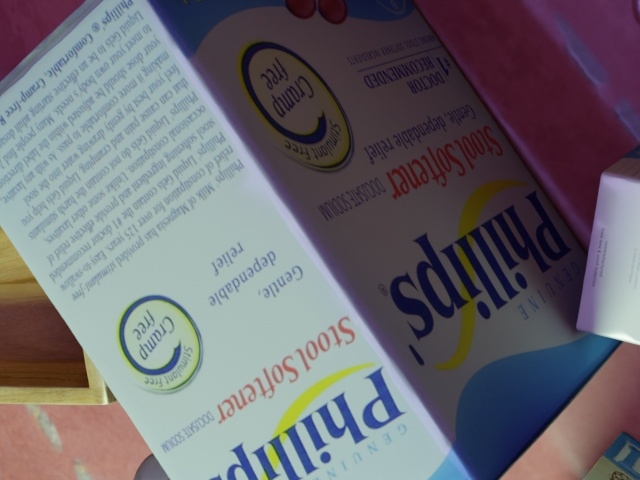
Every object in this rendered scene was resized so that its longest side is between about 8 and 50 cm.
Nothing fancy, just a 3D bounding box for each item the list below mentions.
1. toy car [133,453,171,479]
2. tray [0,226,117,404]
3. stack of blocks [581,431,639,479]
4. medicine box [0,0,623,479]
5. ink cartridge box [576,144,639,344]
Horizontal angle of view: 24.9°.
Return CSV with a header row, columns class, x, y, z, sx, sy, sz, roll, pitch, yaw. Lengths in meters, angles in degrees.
class,x,y,z,sx,sy,sz,roll,pitch,yaw
toy car,-0.022,0.149,0.901,0.159,0.182,0.136,20,80,-17
tray,-0.319,0.010,1.060,0.411,0.076,0.203,-2,102,27
stack of blocks,0.240,0.251,0.781,0.297,0.171,0.087,37,117,15
medicine box,0.000,0.000,0.782,0.149,0.263,0.289,-37,86,30
ink cartridge box,0.222,0.011,0.771,0.143,0.092,0.090,13,108,22
